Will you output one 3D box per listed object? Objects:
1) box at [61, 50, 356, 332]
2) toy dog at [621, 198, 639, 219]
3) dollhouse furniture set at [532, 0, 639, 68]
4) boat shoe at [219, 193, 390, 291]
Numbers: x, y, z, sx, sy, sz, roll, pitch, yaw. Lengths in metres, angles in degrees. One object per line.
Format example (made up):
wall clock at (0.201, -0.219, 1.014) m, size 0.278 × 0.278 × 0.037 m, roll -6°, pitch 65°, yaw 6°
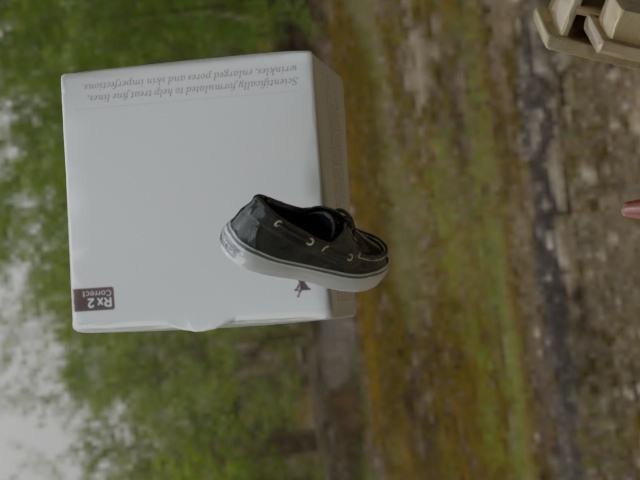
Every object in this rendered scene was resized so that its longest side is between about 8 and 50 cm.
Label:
box at (-0.075, -0.029, 1.039) m, size 0.119 × 0.181 × 0.182 m, roll 11°, pitch -104°, yaw -80°
toy dog at (0.366, -0.110, 1.335) m, size 0.220 × 0.161 × 0.334 m, roll 22°, pitch -93°, yaw -58°
dollhouse furniture set at (0.193, -0.050, 0.740) m, size 0.182 × 0.161 × 0.101 m, roll -95°, pitch 20°, yaw -57°
boat shoe at (0.000, 0.000, 0.902) m, size 0.040 × 0.142 × 0.049 m, roll -54°, pitch 56°, yaw 22°
